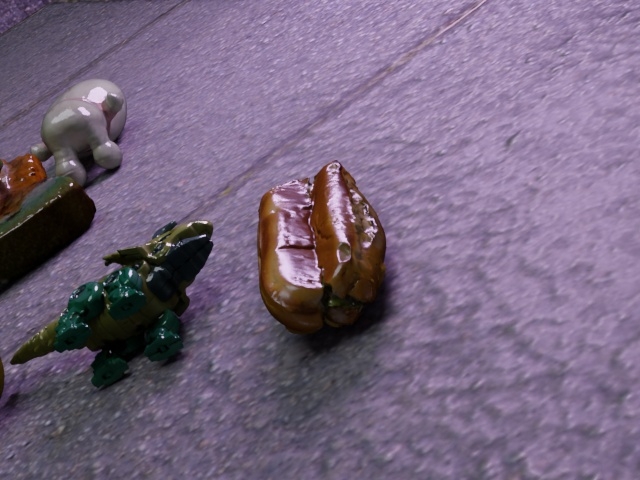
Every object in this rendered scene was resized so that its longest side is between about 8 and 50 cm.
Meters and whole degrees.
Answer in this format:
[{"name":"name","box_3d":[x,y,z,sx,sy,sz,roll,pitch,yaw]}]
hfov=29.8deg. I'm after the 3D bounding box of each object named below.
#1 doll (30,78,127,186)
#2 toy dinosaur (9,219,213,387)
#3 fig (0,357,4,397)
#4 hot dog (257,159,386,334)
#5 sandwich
[{"name":"doll","box_3d":[-0.349,-0.177,1.772,0.155,0.113,0.275,-30,25,8]},{"name":"toy dinosaur","box_3d":[-0.210,0.075,1.164,0.259,0.094,0.153,-33,23,14]},{"name":"fig","box_3d":[-0.391,0.113,1.171,0.148,0.186,0.142,-15,36,27]},{"name":"hot dog","box_3d":[0.000,0.000,1.079,0.115,0.072,0.269,-26,23,11]},{"name":"sandwich","box_3d":[-0.444,-0.056,1.590,0.250,0.162,0.301,-29,26,-7]}]
